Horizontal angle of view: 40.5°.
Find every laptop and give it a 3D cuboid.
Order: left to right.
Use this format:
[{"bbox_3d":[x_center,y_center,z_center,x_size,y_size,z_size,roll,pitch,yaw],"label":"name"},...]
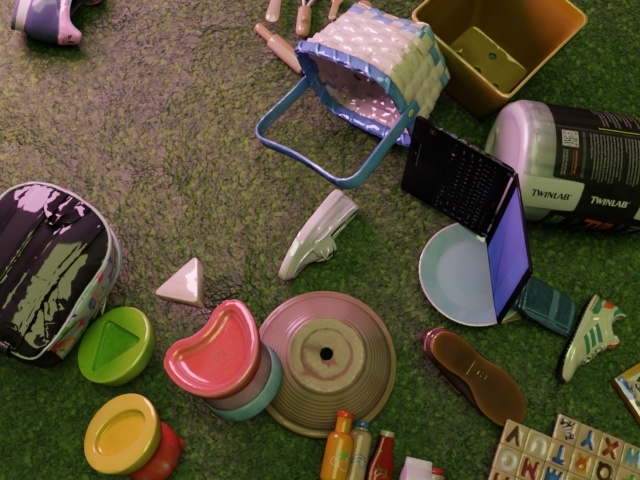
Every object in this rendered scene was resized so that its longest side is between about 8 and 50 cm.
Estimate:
[{"bbox_3d":[0.216,-0.027,1.341,0.264,0.234,0.137,32,69,12],"label":"laptop"}]

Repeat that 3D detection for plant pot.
[{"bbox_3d":[0.006,0.186,1.357,0.237,0.110,0.238,1,71,-2],"label":"plant pot"},{"bbox_3d":[0.287,-0.335,1.493,0.212,0.187,0.212,44,75,10],"label":"plant pot"}]

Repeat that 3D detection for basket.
[{"bbox_3d":[0.058,-0.230,1.419,0.289,0.201,0.254,-45,49,-12],"label":"basket"}]

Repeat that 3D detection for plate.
[{"bbox_3d":[0.257,0.057,1.446,0.188,0.024,0.188,0,66,1],"label":"plate"}]

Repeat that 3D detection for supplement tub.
[{"bbox_3d":[0.441,-0.115,1.415,0.315,0.193,0.194,6,72,-10],"label":"supplement tub"}]

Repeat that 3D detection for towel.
[{"bbox_3d":[0.367,0.105,1.415,0.119,0.029,0.067,28,70,-23],"label":"towel"}]

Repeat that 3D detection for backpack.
[{"bbox_3d":[-0.432,0.048,1.336,0.225,0.191,0.254,28,80,7],"label":"backpack"}]

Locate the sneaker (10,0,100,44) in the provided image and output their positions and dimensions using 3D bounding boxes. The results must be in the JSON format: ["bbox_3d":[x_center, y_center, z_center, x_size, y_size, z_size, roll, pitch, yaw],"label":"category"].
[{"bbox_3d":[-0.443,-0.493,1.565,0.131,0.112,0.319,21,75,-14],"label":"sneaker"}]

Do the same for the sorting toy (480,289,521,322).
[{"bbox_3d":[0.313,0.104,1.447,0.083,0.012,0.062,-11,73,-6],"label":"sorting toy"}]

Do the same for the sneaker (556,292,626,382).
[{"bbox_3d":[0.443,0.168,1.409,0.075,0.057,0.161,26,70,11],"label":"sneaker"}]

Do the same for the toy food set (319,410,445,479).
[{"bbox_3d":[0.116,0.334,1.311,0.232,0.111,0.105,14,75,-5],"label":"toy food set"}]

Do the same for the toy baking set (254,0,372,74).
[{"bbox_3d":[-0.017,-0.400,1.585,0.256,0.030,0.197,39,72,9],"label":"toy baking set"}]

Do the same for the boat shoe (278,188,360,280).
[{"bbox_3d":[0.000,0.000,1.444,0.063,0.066,0.184,33,64,9],"label":"boat shoe"}]

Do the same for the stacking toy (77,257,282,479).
[{"bbox_3d":[-0.219,0.207,1.344,0.309,0.130,0.279,-34,48,2],"label":"stacking toy"}]

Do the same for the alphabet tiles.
[{"bbox_3d":[0.378,0.377,1.347,0.237,0.009,0.198,24,73,-5],"label":"alphabet tiles"}]

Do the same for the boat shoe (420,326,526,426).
[{"bbox_3d":[0.241,0.212,1.377,0.073,0.073,0.207,-44,100,-12],"label":"boat shoe"}]

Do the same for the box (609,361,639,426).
[{"bbox_3d":[0.540,0.263,1.400,0.081,0.028,0.136,-29,74,-11],"label":"box"}]
